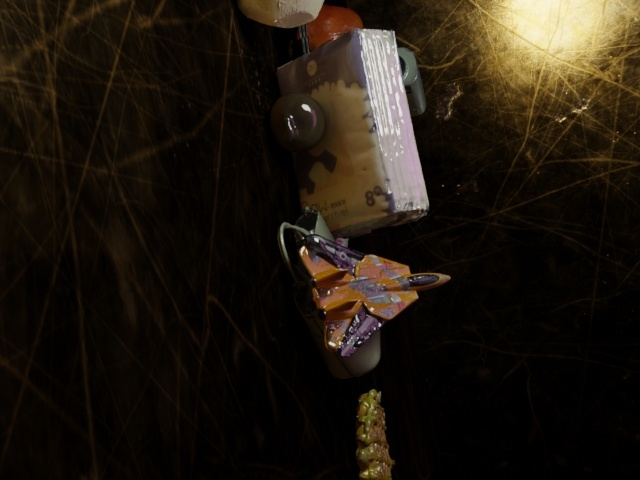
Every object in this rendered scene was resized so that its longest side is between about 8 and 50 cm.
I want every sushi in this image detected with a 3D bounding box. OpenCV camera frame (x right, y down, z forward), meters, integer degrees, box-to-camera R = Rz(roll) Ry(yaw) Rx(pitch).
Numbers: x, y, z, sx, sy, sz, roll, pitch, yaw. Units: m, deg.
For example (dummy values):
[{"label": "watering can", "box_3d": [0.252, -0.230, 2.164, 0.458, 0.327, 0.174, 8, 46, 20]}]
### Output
[{"label": "sushi", "box_3d": [-0.043, -0.342, 1.999, 0.192, 0.043, 0.279, -86, 168, -61]}]

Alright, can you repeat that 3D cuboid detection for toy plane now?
[{"label": "toy plane", "box_3d": [0.101, 0.080, 1.634, 0.316, 0.103, 0.204, -2, 71, -50]}]

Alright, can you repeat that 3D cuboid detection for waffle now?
[{"label": "waffle", "box_3d": [0.112, 0.439, 1.961, 0.238, 0.059, 0.243, -79, 158, -64]}]

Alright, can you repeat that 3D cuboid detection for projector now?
[{"label": "projector", "box_3d": [0.117, -0.361, 2.338, 0.198, 0.250, 0.108, 48, 33, -71]}]

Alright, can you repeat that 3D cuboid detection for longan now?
[{"label": "longan", "box_3d": [-0.042, -0.203, 1.689, 0.119, 0.106, 0.106, -53, 131, -64]}]

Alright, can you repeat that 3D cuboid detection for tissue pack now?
[{"label": "tissue pack", "box_3d": [0.053, -0.182, 1.767, 0.125, 0.242, 0.343, -5, 82, -42]}]

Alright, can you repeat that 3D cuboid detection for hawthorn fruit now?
[{"label": "hawthorn fruit", "box_3d": [0.009, -0.392, 2.161, 0.165, 0.165, 0.285, 65, 34, -56]}]

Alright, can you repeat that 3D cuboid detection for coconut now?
[{"label": "coconut", "box_3d": [-0.068, -0.432, 1.635, 0.161, 0.161, 0.162, -91, -175, -48]}]

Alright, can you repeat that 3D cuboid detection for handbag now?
[{"label": "handbag", "box_3d": [0.014, 0.077, 1.680, 0.241, 0.109, 0.315, -91, 163, -44]}]

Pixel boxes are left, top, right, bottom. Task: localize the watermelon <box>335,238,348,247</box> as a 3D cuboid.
[{"label": "watermelon", "box_3d": [0.006, 0.004, 1.886, 0.094, 0.081, 0.180, 5, 66, -54]}]
